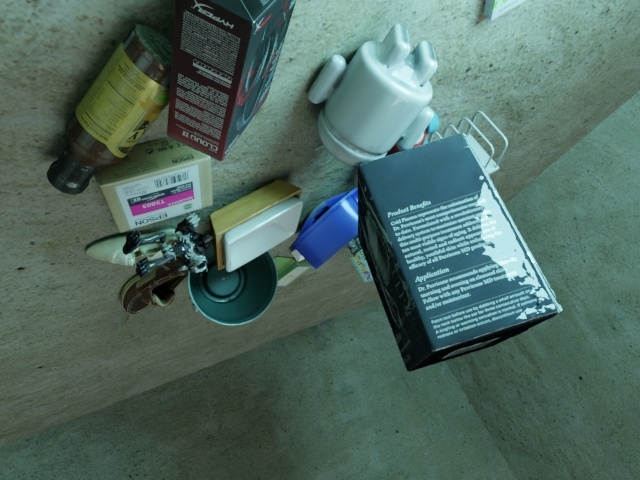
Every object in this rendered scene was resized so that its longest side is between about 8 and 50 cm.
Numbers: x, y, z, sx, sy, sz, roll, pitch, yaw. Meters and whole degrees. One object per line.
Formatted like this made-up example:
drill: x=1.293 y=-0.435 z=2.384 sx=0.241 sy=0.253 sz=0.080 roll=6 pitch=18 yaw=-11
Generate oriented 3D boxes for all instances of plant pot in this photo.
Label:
plant pot: x=-0.314 y=0.132 z=1.424 sx=0.293 sy=0.293 sz=0.196 roll=-19 pitch=-177 yaw=-26

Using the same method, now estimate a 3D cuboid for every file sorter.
file sorter: x=0.496 y=-0.314 z=1.512 sx=0.277 sy=0.193 sz=0.173 roll=-26 pitch=156 yaw=-9

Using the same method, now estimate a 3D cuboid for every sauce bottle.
sauce bottle: x=-0.372 y=-0.214 z=0.743 sx=0.344 sy=0.111 sz=0.111 roll=-37 pitch=158 yaw=25

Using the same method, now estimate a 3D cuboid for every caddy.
caddy: x=0.039 y=-0.056 z=1.544 sx=0.341 sy=0.179 sz=0.241 roll=-41 pitch=179 yaw=26

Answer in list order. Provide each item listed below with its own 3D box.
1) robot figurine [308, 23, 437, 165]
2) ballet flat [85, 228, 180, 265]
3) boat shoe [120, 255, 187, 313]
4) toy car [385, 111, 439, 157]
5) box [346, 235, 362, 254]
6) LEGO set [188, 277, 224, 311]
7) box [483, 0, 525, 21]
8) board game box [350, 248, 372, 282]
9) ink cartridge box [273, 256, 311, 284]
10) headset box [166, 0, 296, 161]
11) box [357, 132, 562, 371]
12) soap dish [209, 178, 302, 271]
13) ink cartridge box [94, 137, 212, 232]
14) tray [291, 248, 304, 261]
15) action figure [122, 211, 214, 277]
robot figurine: x=0.124 y=-0.319 z=1.000 sx=0.299 sy=0.200 sz=0.353 roll=26 pitch=134 yaw=-16
ballet flat: x=-0.504 y=0.025 z=1.155 sx=0.248 sy=0.086 sz=0.086 roll=-16 pitch=156 yaw=-30
boat shoe: x=-0.540 y=0.164 z=1.368 sx=0.342 sy=0.123 sz=0.123 roll=-40 pitch=157 yaw=26
toy car: x=0.295 y=-0.252 z=1.324 sx=0.219 sy=0.238 sz=0.210 roll=-23 pitch=158 yaw=-16
box: x=0.236 y=-0.006 z=2.036 sx=0.180 sy=0.078 sz=0.147 roll=-40 pitch=157 yaw=25
LEGO set: x=-0.419 y=0.149 z=1.542 sx=0.087 sy=0.093 sz=0.227 roll=-3 pitch=-147 yaw=43
box: x=0.459 y=-0.623 z=0.964 sx=0.145 sy=0.038 sz=0.186 roll=-30 pitch=160 yaw=2
board game box: x=0.304 y=0.063 z=1.972 sx=0.275 sy=0.142 sz=0.144 roll=-42 pitch=155 yaw=28
ink cartridge box: x=-0.173 y=0.143 z=1.893 sx=0.171 sy=0.056 sz=0.235 roll=-38 pitch=160 yaw=23
headset box: x=-0.147 y=-0.293 z=0.690 sx=0.293 sy=0.110 sz=0.218 roll=-57 pitch=-172 yaw=51
box: x=0.308 y=0.066 z=1.134 sx=0.297 sy=0.472 sz=0.480 roll=-16 pitch=157 yaw=-2
soap dish: x=-0.201 y=-0.048 z=1.270 sx=0.290 sy=0.118 sz=0.229 roll=-31 pitch=162 yaw=-25
ink cartridge box: x=-0.373 y=-0.131 z=0.958 sx=0.234 sy=0.088 sz=0.193 roll=-21 pitch=157 yaw=-22
tray: x=0.000 y=0.000 z=1.816 sx=0.270 sy=0.030 sz=0.145 roll=-29 pitch=160 yaw=-1
action figure: x=-0.363 y=0.017 z=1.109 sx=0.140 sy=0.164 sz=0.275 roll=-19 pitch=180 yaw=32
